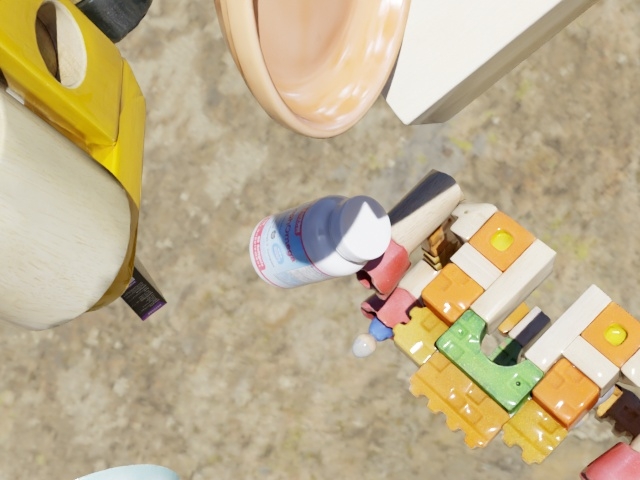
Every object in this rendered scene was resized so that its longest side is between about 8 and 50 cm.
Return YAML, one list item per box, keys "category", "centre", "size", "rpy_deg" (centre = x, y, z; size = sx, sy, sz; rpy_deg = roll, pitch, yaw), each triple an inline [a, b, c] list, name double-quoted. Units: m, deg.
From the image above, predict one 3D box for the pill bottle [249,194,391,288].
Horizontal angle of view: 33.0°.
- category: "pill bottle"
  centre: [0.000, 0.000, 1.148]
  size: [0.160, 0.087, 0.087]
  rpy_deg: [-17, 58, 53]

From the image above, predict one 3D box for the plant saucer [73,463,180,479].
- category: "plant saucer"
  centre: [-0.238, 0.310, 1.172]
  size: [0.195, 0.195, 0.037]
  rpy_deg: [-40, 56, 18]

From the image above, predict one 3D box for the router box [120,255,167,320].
- category: "router box"
  centre: [-0.284, 0.008, 1.441]
  size: [0.046, 0.133, 0.179]
  rpy_deg: [-36, 50, -4]

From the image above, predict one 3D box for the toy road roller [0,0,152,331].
- category: "toy road roller"
  centre: [-0.252, -0.106, 0.673]
  size: [0.241, 0.202, 0.329]
  rpy_deg: [-12, 65, 19]

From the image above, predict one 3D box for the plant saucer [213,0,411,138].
- category: "plant saucer"
  centre: [-0.002, -0.156, 0.586]
  size: [0.037, 0.200, 0.200]
  rpy_deg: [11, 77, 26]

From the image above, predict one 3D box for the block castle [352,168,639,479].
- category: "block castle"
  centre: [0.220, 0.156, 1.253]
  size: [0.213, 0.303, 0.453]
  rpy_deg: [-44, 67, -8]

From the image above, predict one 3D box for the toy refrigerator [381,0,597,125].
- category: "toy refrigerator"
  centre: [0.144, -0.197, 0.716]
  size: [0.269, 0.094, 0.102]
  rpy_deg: [-39, 80, 25]
